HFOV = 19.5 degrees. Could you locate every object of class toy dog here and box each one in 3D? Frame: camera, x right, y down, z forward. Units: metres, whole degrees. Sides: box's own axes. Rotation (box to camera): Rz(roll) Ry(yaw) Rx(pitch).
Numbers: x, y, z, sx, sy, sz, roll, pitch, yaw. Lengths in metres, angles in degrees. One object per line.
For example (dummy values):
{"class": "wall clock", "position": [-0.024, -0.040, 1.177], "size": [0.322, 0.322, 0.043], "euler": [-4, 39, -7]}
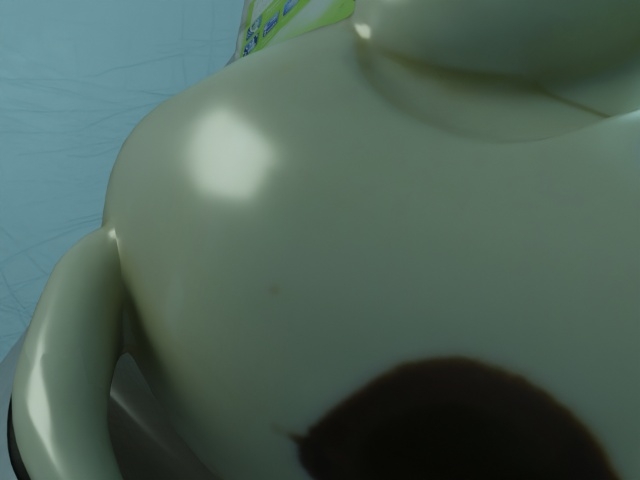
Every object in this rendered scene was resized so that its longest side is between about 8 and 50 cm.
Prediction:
{"class": "toy dog", "position": [0.135, 0.046, 0.670], "size": [0.395, 0.408, 0.285], "euler": [-21, -42, -42]}

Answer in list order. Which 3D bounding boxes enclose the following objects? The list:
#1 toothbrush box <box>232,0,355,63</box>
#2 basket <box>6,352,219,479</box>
{"class": "toothbrush box", "position": [0.054, -0.114, 1.057], "size": [0.206, 0.122, 0.283], "euler": [-40, 25, 31]}
{"class": "basket", "position": [-0.084, 0.159, 1.272], "size": [0.154, 0.227, 0.204], "euler": [-26, -42, -37]}
